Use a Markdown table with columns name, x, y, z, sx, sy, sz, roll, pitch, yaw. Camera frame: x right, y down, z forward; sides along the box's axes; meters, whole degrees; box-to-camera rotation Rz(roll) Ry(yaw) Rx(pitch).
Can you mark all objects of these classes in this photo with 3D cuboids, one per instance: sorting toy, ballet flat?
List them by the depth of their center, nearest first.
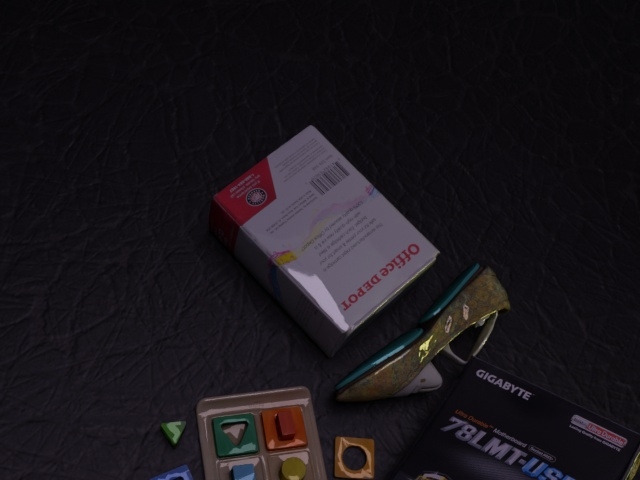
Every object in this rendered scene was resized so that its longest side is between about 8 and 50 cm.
| name | x | y | z | sx | sy | sz | roll | pitch | yaw |
| --- | --- | --- | --- | --- | --- | --- | --- | --- | --- |
| sorting toy | -0.083 | 0.318 | 1.439 | 0.347 | 0.047 | 0.196 | -5 | 65 | -14 |
| ballet flat | 0.176 | 0.171 | 1.532 | 0.348 | 0.123 | 0.123 | -38 | 77 | -25 |

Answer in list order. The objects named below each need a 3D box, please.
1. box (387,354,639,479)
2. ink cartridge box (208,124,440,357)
| name | x | y | z | sx | sy | sz | roll | pitch | yaw |
| --- | --- | --- | --- | --- | --- | --- | --- | --- | --- |
| box | 0.276 | 0.351 | 1.411 | 0.295 | 0.073 | 0.293 | 25 | 65 | 30 |
| ink cartridge box | 0.000 | 0.000 | 1.565 | 0.226 | 0.131 | 0.306 | -37 | 78 | -25 |
